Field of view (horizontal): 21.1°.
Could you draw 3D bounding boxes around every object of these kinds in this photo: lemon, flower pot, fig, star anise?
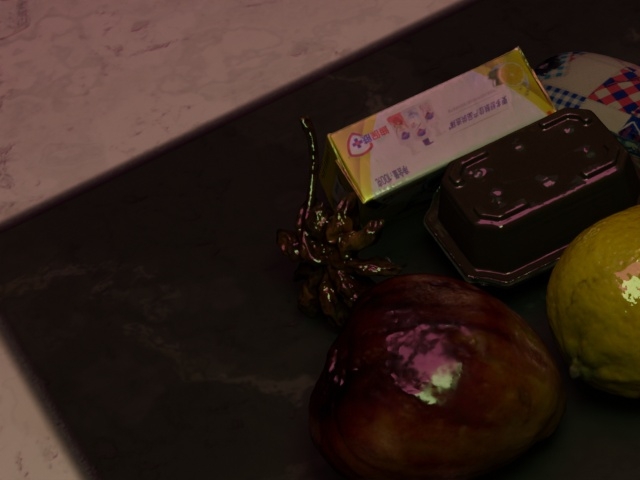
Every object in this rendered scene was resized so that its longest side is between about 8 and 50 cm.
[{"bbox_3d":[0.334,0.064,1.797,0.231,0.192,0.192,-38,46,-24],"label":"lemon"},{"bbox_3d":[0.245,-0.063,1.951,0.251,0.084,0.179,-25,48,-10],"label":"flower pot"},{"bbox_3d":[0.114,0.147,1.763,0.263,0.224,0.224,-13,41,7],"label":"fig"},{"bbox_3d":[0.000,-0.002,1.980,0.073,0.177,0.234,-6,53,-41],"label":"star anise"}]

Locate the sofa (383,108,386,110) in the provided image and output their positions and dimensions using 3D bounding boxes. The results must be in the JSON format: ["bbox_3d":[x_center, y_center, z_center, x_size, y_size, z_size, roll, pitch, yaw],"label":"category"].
[{"bbox_3d":[0.134,-0.138,2.203,0.118,0.039,0.060,0,42,18],"label":"sofa"}]

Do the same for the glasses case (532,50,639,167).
[{"bbox_3d":[0.387,-0.152,2.111,0.125,0.076,0.327,-41,46,-24],"label":"glasses case"}]

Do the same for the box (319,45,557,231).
[{"bbox_3d":[0.136,-0.113,2.062,0.265,0.168,0.097,-25,77,-11],"label":"box"}]
